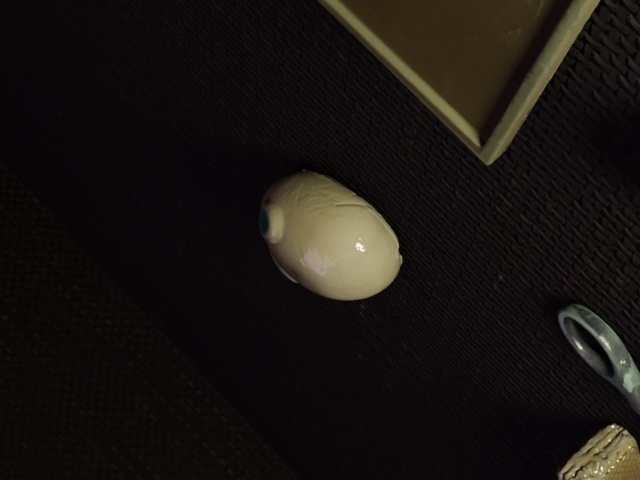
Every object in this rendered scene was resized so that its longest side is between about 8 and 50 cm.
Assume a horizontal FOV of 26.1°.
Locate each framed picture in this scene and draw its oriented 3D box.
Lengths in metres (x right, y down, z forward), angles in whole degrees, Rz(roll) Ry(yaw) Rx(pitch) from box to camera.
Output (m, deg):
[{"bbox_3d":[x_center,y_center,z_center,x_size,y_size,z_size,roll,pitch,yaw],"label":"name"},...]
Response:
[{"bbox_3d":[0.094,-0.274,1.165,0.326,0.028,0.446,45,158,9],"label":"framed picture"}]

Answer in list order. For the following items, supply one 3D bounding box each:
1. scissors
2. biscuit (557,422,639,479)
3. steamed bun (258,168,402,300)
[{"bbox_3d":[0.410,0.239,1.600,0.256,0.029,0.383,28,153,50],"label":"scissors"},{"bbox_3d":[0.368,0.340,1.767,0.062,0.108,0.239,35,157,44],"label":"biscuit"},{"bbox_3d":[0.000,0.000,1.922,0.228,0.131,0.177,35,158,32],"label":"steamed bun"}]
